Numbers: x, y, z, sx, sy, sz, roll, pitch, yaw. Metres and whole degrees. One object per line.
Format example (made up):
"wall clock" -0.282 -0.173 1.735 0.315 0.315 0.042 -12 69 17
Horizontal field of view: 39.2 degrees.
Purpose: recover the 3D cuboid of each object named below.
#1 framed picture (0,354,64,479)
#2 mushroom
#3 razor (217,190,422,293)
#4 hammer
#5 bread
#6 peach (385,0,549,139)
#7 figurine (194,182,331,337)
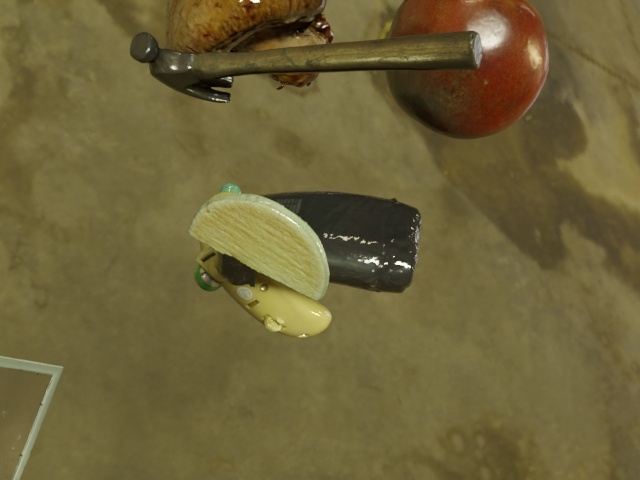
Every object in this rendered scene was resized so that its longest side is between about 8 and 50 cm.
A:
"framed picture" -0.342 0.203 0.903 0.142 0.011 0.183 28 81 -60
"mushroom" -0.102 -0.327 1.331 0.283 0.263 0.195 18 49 -52
"razor" -0.002 -0.003 1.461 0.189 0.327 0.107 -79 171 -48
"hammer" -0.017 -0.225 1.128 0.168 0.440 0.044 27 67 -62
"bread" -0.066 -0.010 1.111 0.193 0.112 0.036 26 45 3
"peach" 0.216 -0.277 1.376 0.252 0.252 0.252 25 52 -36
"figurine" -0.096 0.043 1.669 0.324 0.124 0.222 45 44 -14
